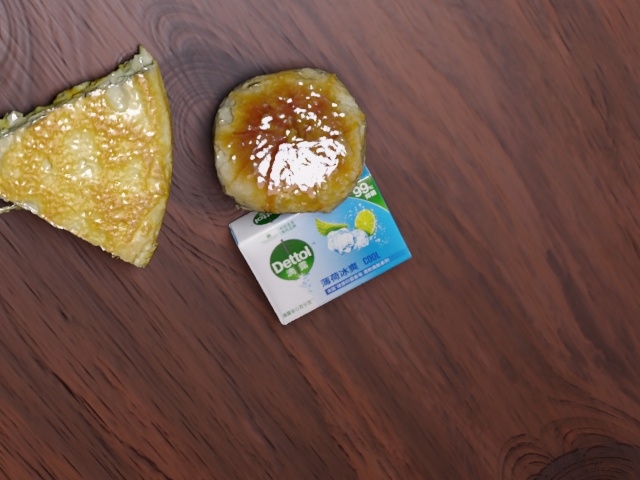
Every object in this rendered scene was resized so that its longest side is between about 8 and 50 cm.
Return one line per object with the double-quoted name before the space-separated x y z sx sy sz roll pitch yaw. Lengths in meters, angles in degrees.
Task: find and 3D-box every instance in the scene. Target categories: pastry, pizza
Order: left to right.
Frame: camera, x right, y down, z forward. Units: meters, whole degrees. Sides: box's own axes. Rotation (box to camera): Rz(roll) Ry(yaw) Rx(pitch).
"pizza" -0.319 -0.113 2.000 0.287 0.075 0.280 7 109 -15
"pastry" -0.038 -0.123 2.020 0.192 0.093 0.182 -1 88 -1

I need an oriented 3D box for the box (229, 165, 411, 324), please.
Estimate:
"box" 0.000 0.000 2.125 0.194 0.073 0.139 -28 118 0
